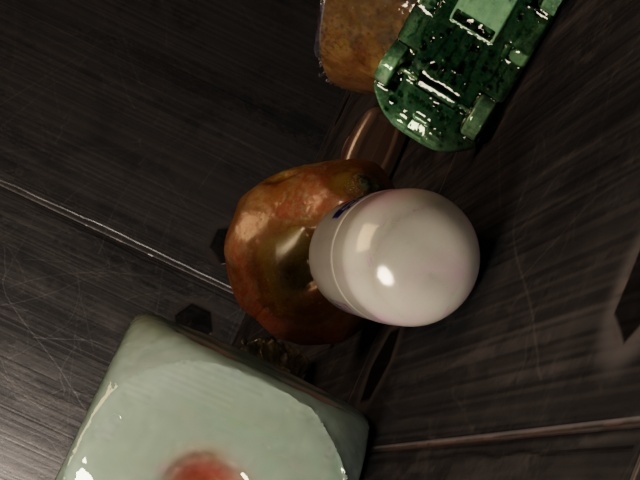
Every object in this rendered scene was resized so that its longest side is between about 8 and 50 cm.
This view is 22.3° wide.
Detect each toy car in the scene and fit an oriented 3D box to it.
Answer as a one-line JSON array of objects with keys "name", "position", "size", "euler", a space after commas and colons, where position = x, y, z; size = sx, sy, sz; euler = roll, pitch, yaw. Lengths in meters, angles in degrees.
[{"name": "toy car", "position": [0.173, -0.238, 1.722], "size": [0.125, 0.136, 0.306], "euler": [-50, -9, -51]}]

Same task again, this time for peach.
[{"name": "peach", "position": [0.000, 0.000, 1.905], "size": [0.235, 0.214, 0.214], "euler": [-52, 12, 36]}]

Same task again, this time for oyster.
[{"name": "oyster", "position": [-0.101, 0.269, 2.187], "size": [0.238, 0.115, 0.351], "euler": [109, -174, -46]}]

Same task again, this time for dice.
[{"name": "dice", "position": [-0.122, 0.240, 1.636], "size": [0.262, 0.268, 0.265], "euler": [-169, 104, -84]}]

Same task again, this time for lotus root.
[{"name": "lotus root", "position": [0.138, -0.271, 1.899], "size": [0.272, 0.192, 0.272], "euler": [-46, -32, -39]}]

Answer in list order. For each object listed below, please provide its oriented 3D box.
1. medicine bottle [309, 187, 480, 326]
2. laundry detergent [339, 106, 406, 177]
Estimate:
[{"name": "medicine bottle", "position": [0.068, 0.016, 1.563], "size": [0.341, 0.130, 0.130], "euler": [-177, 112, -84]}, {"name": "laundry detergent", "position": [0.060, -0.111, 2.488], "size": [0.237, 0.076, 0.171], "euler": [151, 143, -81]}]
